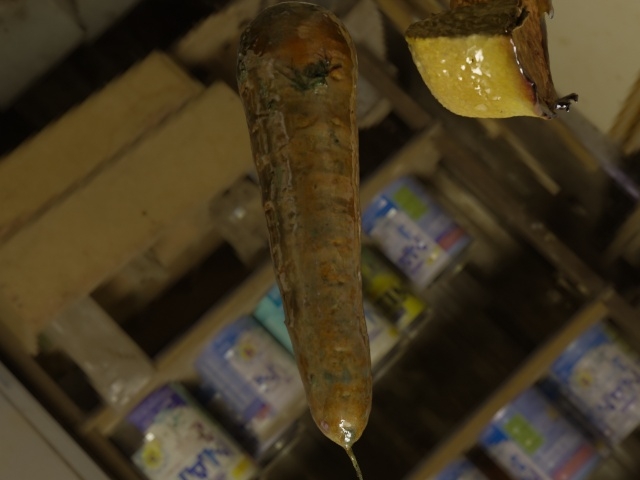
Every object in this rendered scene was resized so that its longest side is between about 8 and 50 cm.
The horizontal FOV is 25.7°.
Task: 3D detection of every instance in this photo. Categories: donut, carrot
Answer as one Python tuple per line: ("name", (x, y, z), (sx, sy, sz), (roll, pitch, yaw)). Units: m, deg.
("donut", (0.099, -0.149, 0.851), (0.078, 0.181, 0.146), (-13, 159, 19))
("carrot", (0.000, 0.000, 0.830), (0.078, 0.298, 0.078), (-8, 165, -2))
